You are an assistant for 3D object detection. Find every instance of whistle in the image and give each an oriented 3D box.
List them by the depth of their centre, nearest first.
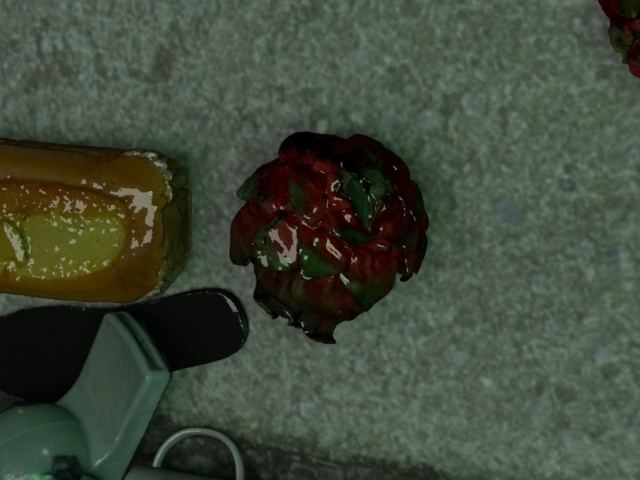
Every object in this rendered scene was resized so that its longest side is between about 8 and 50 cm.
[{"bbox_3d":[-0.271,0.206,1.573,0.163,0.163,0.290,31,120,8],"label":"whistle"}]

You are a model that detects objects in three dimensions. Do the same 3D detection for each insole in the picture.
[{"bbox_3d":[-0.217,0.103,1.623,0.309,0.012,0.110,-14,101,19],"label":"insole"}]

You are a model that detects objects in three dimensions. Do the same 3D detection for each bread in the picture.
[{"bbox_3d":[-0.265,-0.024,1.555,0.288,0.119,0.153,6,100,16],"label":"bread"}]

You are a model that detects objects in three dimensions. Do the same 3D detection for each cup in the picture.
[{"bbox_3d":[-0.129,0.263,1.588,0.133,0.099,0.136,8,105,16],"label":"cup"}]

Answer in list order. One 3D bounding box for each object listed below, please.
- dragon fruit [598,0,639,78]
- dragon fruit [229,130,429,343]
[{"bbox_3d":[0.360,-0.234,1.263,0.231,0.237,0.303,36,93,-18],"label":"dragon fruit"},{"bbox_3d":[0.005,-0.007,1.453,0.188,0.182,0.182,-40,89,12],"label":"dragon fruit"}]
